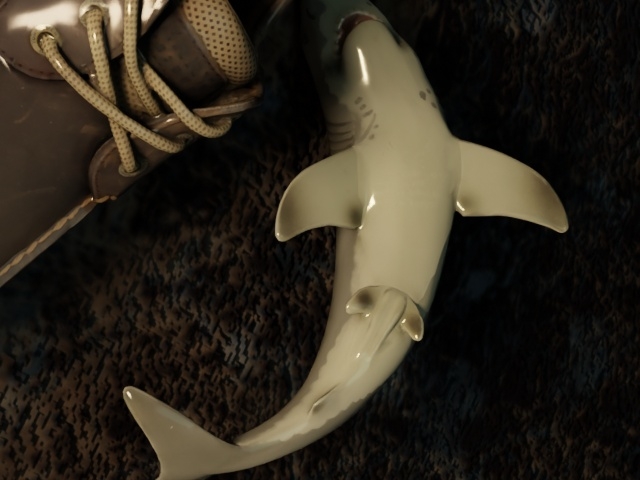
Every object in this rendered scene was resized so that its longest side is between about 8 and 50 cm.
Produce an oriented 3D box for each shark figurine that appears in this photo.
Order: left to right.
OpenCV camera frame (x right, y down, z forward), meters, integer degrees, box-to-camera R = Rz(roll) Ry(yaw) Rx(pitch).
[{"bbox_3d":[0.006,0.028,0.907,0.166,0.116,0.278,28,71,-12],"label":"shark figurine"}]

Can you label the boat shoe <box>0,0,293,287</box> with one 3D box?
[{"bbox_3d":[-0.089,-0.096,0.745,0.355,0.130,0.132,-56,133,-18],"label":"boat shoe"}]
